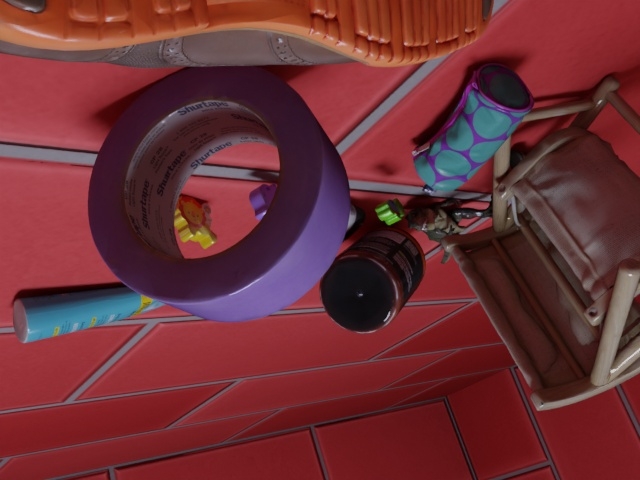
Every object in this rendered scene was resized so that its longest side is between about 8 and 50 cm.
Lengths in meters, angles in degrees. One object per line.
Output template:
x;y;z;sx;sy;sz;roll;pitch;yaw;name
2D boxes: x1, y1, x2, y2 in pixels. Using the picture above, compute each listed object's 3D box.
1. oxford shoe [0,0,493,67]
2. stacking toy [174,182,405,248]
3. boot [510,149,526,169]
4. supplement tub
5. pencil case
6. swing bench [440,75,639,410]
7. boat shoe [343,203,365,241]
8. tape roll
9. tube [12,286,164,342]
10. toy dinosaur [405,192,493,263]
-0.041;-0.162;0.399;0.363;0.130;0.132;-9;-172;-37;oxford shoe
-0.028;-0.031;0.742;0.167;0.052;0.221;-28;150;27;stacking toy
0.300;-0.109;0.868;0.114;0.037;0.106;-25;157;8;boot
0.078;0.043;0.895;0.106;0.106;0.198;-29;-179;25;supplement tub
0.150;-0.111;0.697;0.070;0.064;0.152;15;148;-13;pencil case
0.280;0.004;0.748;0.165;0.253;0.255;-11;142;-16;swing bench
0.000;0.000;0.868;0.142;0.049;0.040;-36;153;32;boat shoe
-0.077;-0.035;0.529;0.189;0.189;0.080;-23;158;11;tape roll
-0.274;0.083;0.859;0.207;0.052;0.080;-8;167;-40;tube
0.202;-0.016;0.977;0.118;0.064;0.268;-10;162;19;toy dinosaur
